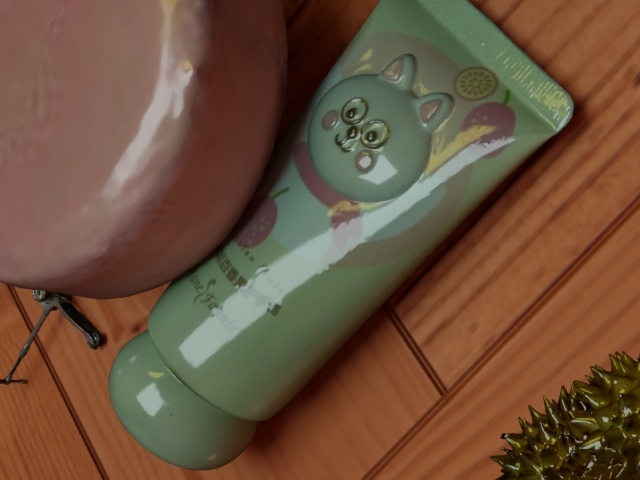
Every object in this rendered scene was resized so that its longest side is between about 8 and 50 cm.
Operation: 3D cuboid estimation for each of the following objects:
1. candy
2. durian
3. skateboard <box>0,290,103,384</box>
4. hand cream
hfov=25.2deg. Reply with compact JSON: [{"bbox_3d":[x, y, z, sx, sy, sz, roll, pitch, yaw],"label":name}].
[{"bbox_3d":[-0.126,-0.093,0.807,0.255,0.094,0.255,-9,75,36],"label":"candy"},{"bbox_3d":[0.137,0.127,0.601,0.137,0.168,0.158,42,94,29],"label":"durian"},{"bbox_3d":[-0.188,0.078,0.983,0.064,0.032,0.083,43,110,25],"label":"skateboard"},{"bbox_3d":[0.000,0.000,0.799,0.306,0.093,0.147,-50,54,14],"label":"hand cream"}]
